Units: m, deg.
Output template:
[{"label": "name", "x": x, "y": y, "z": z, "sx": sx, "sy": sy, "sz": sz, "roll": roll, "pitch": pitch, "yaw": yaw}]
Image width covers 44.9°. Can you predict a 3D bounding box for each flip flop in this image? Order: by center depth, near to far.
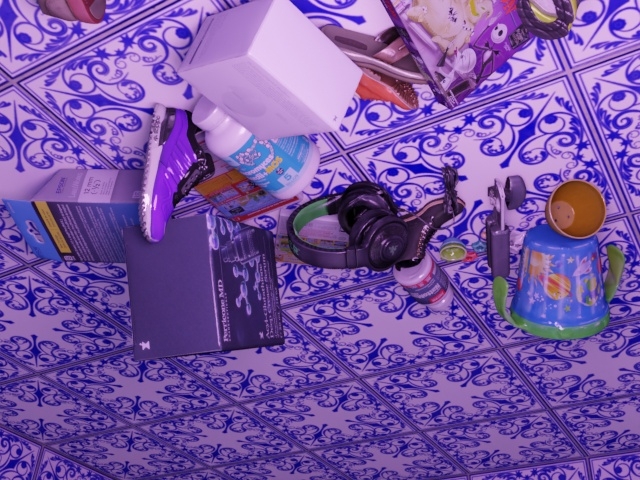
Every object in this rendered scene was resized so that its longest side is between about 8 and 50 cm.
[{"label": "flip flop", "x": 0.133, "y": -0.357, "z": 1.416, "sx": 0.277, "sy": 0.112, "sz": 0.080, "roll": 14, "pitch": 128, "yaw": -5}]

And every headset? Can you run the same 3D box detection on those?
[{"label": "headset", "x": 0.119, "y": -0.059, "z": 1.730, "sx": 0.394, "sy": 0.243, "sz": 0.185, "roll": -9, "pitch": 124, "yaw": -7}]

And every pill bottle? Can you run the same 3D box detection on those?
[{"label": "pill bottle", "x": -0.135, "y": -0.206, "z": 1.594, "sx": 0.146, "sy": 0.146, "sz": 0.264, "roll": -27, "pitch": 134, "yaw": 35}, {"label": "pill bottle", "x": 0.276, "y": 0.109, "z": 2.024, "sx": 0.108, "sy": 0.108, "sz": 0.180, "roll": -18, "pitch": 139, "yaw": 27}]

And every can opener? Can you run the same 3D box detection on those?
[{"label": "can opener", "x": 0.440, "y": -0.030, "z": 1.817, "sx": 0.095, "sy": 0.076, "sz": 0.283, "roll": -11, "pitch": 132, "yaw": 2}]

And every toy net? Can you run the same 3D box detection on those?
[{"label": "toy net", "x": 0.418, "y": 0.026, "z": 1.951, "sx": 0.232, "sy": 0.045, "sz": 0.122, "roll": -4, "pitch": 142, "yaw": 10}]

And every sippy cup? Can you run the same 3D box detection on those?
[{"label": "sippy cup", "x": 0.569, "y": 0.084, "z": 1.839, "sx": 0.240, "sy": 0.305, "sz": 0.224, "roll": 9, "pitch": 117, "yaw": 33}]

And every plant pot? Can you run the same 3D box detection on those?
[{"label": "plant pot", "x": 0.565, "y": -0.064, "z": 1.763, "sx": 0.134, "sy": 0.134, "sz": 0.095, "roll": 8, "pitch": 171, "yaw": -7}]

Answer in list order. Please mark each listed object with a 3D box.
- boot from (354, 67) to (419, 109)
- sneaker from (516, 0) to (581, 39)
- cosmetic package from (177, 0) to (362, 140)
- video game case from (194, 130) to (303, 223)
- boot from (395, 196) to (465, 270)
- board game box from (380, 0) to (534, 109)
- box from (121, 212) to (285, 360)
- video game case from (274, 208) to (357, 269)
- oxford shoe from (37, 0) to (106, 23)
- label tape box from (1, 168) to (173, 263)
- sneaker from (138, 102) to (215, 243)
[{"label": "boot", "x": 0.120, "y": -0.298, "z": 1.528, "sx": 0.158, "sy": 0.059, "sz": 0.085, "roll": 32, "pitch": 139, "yaw": -21}, {"label": "sneaker", "x": 0.341, "y": -0.476, "z": 1.228, "sx": 0.111, "sy": 0.121, "sz": 0.300, "roll": 1, "pitch": 130, "yaw": 39}, {"label": "cosmetic package", "x": -0.089, "y": -0.301, "z": 1.384, "sx": 0.225, "sy": 0.138, "sz": 0.224, "roll": 4, "pitch": 155, "yaw": 49}, {"label": "video game case", "x": -0.201, "y": -0.148, "z": 1.781, "sx": 0.204, "sy": 0.025, "sz": 0.285, "roll": -19, "pitch": 138, "yaw": 27}, {"label": "boot", "x": 0.259, "y": -0.012, "z": 1.834, "sx": 0.198, "sy": 0.137, "sz": 0.077, "roll": -29, "pitch": 133, "yaw": 35}, {"label": "board game box", "x": 0.220, "y": -0.403, "z": 1.291, "sx": 0.208, "sy": 0.056, "sz": 0.347, "roll": -45, "pitch": 134, "yaw": -3}, {"label": "box", "x": -0.257, "y": 0.114, "z": 1.793, "sx": 0.212, "sy": 0.293, "sz": 0.395, "roll": -9, "pitch": 173, "yaw": 17}, {"label": "video game case", "x": 0.000, "y": 0.000, "z": 1.968, "sx": 0.227, "sy": 0.026, "sz": 0.206, "roll": 6, "pitch": 144, "yaw": -5}, {"label": "oxford shoe", "x": -0.471, "y": -0.493, "z": 1.254, "sx": 0.130, "sy": 0.123, "sz": 0.348, "roll": 2, "pitch": 143, "yaw": 11}, {"label": "label tape box", "x": -0.543, "y": -0.056, "z": 1.865, "sx": 0.348, "sy": 0.115, "sz": 0.249, "roll": 3, "pitch": 144, "yaw": 5}, {"label": "sneaker", "x": -0.292, "y": -0.134, "z": 1.602, "sx": 0.146, "sy": 0.293, "sz": 0.102, "roll": 8, "pitch": 172, "yaw": -16}]
